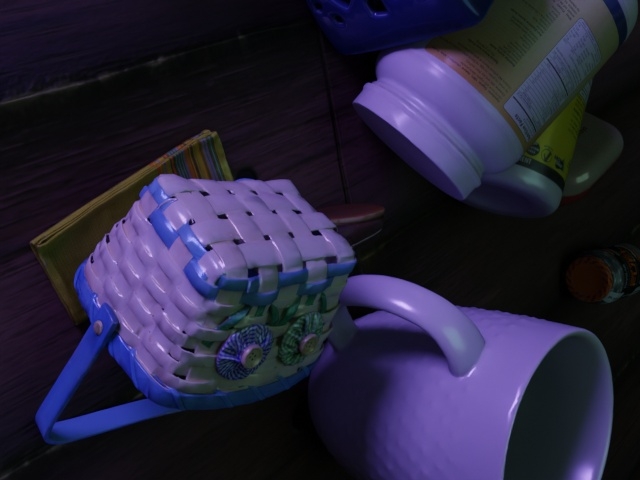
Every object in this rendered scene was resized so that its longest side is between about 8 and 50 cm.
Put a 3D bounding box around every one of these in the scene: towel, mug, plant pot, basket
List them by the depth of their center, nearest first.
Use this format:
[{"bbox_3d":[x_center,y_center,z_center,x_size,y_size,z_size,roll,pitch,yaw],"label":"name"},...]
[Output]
[{"bbox_3d":[-0.122,0.083,0.725,0.255,0.201,0.289,-7,142,-47],"label":"basket"},{"bbox_3d":[-0.179,-0.019,0.773,0.237,0.021,0.102,-41,123,-35],"label":"towel"},{"bbox_3d":[0.085,-0.382,0.848,0.212,0.236,0.236,41,67,-34],"label":"plant pot"},{"bbox_3d":[0.135,0.182,0.914,0.276,0.328,0.374,-52,129,-28],"label":"mug"}]

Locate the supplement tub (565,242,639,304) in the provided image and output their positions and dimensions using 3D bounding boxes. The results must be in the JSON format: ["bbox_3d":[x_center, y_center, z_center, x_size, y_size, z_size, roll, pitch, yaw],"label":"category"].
[{"bbox_3d":[0.595,0.070,1.537,0.190,0.117,0.117,-8,102,-46],"label":"supplement tub"}]

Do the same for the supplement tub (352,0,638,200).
[{"bbox_3d":[0.215,-0.231,0.949,0.316,0.228,0.228,-48,133,2],"label":"supplement tub"}]

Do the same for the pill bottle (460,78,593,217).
[{"bbox_3d":[0.312,-0.218,1.139,0.188,0.188,0.334,28,75,-45],"label":"pill bottle"}]

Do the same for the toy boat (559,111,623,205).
[{"bbox_3d":[0.435,-0.130,1.342,0.231,0.151,0.151,-37,151,-37],"label":"toy boat"}]

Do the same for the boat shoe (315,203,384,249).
[{"bbox_3d":[0.000,0.000,0.933,0.207,0.073,0.073,-15,109,-37],"label":"boat shoe"}]
